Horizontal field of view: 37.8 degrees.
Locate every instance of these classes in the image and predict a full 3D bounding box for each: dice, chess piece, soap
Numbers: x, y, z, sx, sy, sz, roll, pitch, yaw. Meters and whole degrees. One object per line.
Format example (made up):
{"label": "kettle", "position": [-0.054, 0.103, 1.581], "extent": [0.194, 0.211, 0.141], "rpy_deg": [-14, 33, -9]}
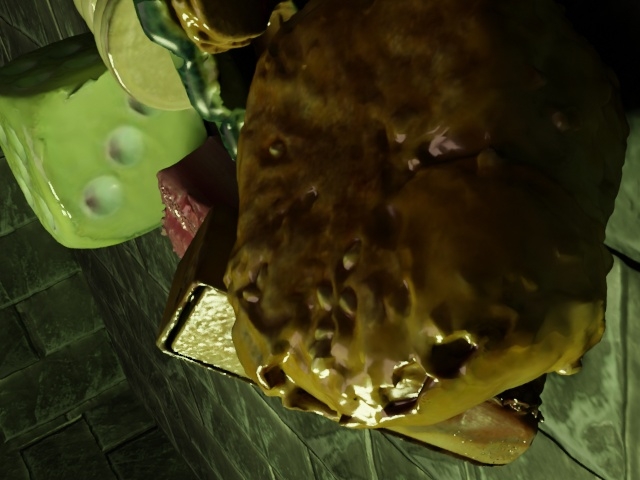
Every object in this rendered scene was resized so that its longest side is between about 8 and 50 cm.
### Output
{"label": "dice", "position": [-0.317, -0.152, 1.355], "extent": [0.254, 0.252, 0.250], "rpy_deg": [30, 142, 52]}
{"label": "chess piece", "position": [-0.216, -0.281, 1.130], "extent": [0.300, 0.167, 0.167], "rpy_deg": [47, 155, 53]}
{"label": "soap", "position": [-0.081, 0.038, 1.194], "extent": [0.325, 0.127, 0.220], "rpy_deg": [48, 155, 34]}

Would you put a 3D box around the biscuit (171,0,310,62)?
{"label": "biscuit", "position": [-0.042, -0.194, 0.697], "extent": [0.277, 0.052, 0.262], "rpy_deg": [-6, -95, -69]}

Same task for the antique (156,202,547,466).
{"label": "antique", "position": [0.036, 0.082, 0.733], "extent": [0.093, 0.310, 0.087], "rpy_deg": [-54, 19, 42]}

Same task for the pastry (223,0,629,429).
{"label": "pastry", "position": [0.067, -0.030, 0.592], "extent": [0.255, 0.311, 0.162], "rpy_deg": [-3, 160, 37]}

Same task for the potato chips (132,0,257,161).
{"label": "potato chips", "position": [-0.106, -0.256, 0.779], "extent": [0.358, 0.070, 0.429], "rpy_deg": [22, -132, -77]}
